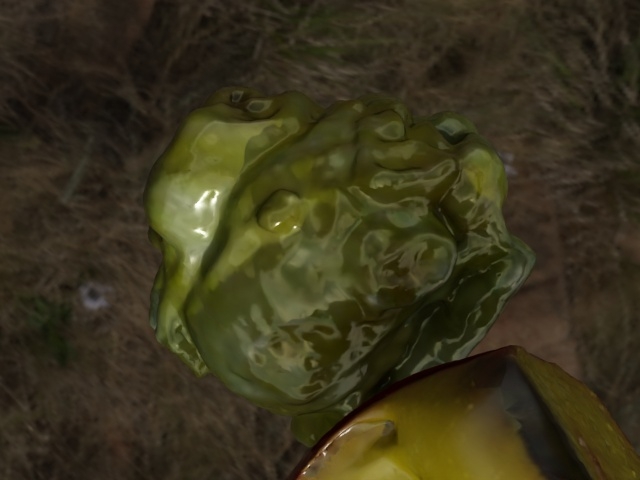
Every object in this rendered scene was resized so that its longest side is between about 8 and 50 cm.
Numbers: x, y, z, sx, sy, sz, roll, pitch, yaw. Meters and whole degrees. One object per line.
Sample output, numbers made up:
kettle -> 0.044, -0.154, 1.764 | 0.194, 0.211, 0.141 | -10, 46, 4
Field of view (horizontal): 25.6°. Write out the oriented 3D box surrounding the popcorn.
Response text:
popcorn -> 0.016, 0.008, 1.155 | 0.312, 0.312, 0.312 | -11, 111, -30

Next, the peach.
peach -> 0.105, 0.259, 0.952 | 0.380, 0.306, 0.242 | -63, 163, 11
